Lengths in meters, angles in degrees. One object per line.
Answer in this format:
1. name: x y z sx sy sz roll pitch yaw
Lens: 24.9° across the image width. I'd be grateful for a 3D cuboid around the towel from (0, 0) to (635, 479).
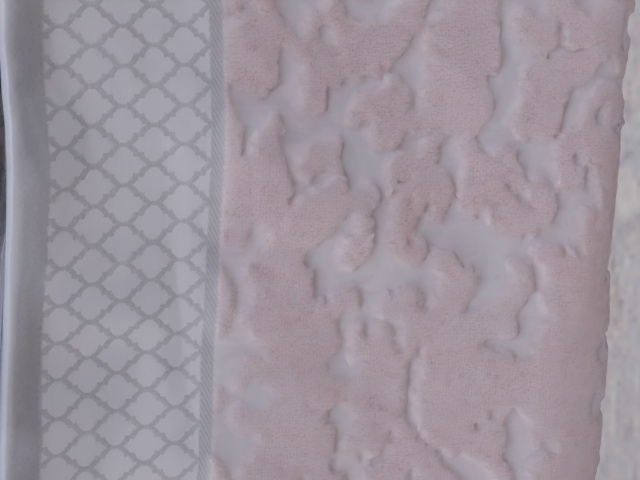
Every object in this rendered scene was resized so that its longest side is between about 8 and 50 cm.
1. towel: 0.000 0.000 0.650 0.053 0.317 0.332 -156 66 -63
